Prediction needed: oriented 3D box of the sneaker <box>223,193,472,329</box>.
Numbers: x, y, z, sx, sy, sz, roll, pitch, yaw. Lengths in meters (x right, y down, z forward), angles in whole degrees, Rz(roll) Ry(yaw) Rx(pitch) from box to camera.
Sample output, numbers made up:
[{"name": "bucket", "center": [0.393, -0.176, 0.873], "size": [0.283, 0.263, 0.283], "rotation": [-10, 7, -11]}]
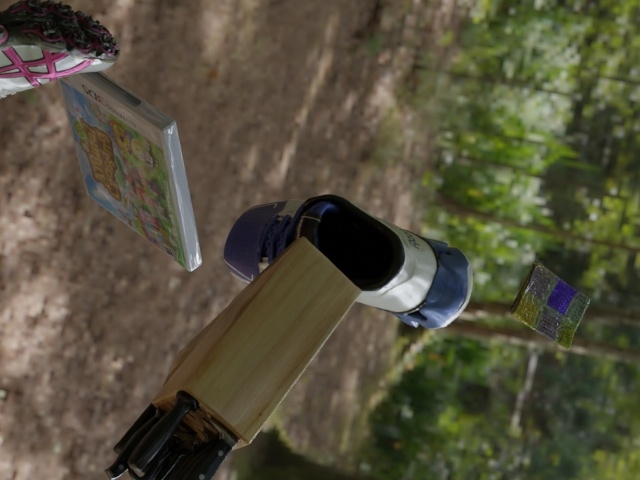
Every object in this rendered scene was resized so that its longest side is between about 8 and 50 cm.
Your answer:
[{"name": "sneaker", "center": [0.001, 0.000, 1.721], "size": [0.182, 0.315, 0.127], "rotation": [29, 78, -50]}]

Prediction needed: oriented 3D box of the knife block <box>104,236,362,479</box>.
[{"name": "knife block", "center": [-0.089, 0.147, 1.512], "size": [0.276, 0.088, 0.242], "rotation": [-43, -169, 16]}]

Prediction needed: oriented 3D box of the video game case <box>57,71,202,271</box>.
[{"name": "video game case", "center": [-0.212, -0.088, 1.680], "size": [0.023, 0.193, 0.212], "rotation": [-36, 142, -26]}]

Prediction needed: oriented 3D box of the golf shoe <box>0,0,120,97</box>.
[{"name": "golf shoe", "center": [-0.259, -0.158, 1.295], "size": [0.186, 0.067, 0.086], "rotation": [-1, 137, -39]}]

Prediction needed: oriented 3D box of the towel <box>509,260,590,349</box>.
[{"name": "towel", "center": [0.226, 0.064, 1.504], "size": [0.009, 0.083, 0.060], "rotation": [3, -118, 62]}]
